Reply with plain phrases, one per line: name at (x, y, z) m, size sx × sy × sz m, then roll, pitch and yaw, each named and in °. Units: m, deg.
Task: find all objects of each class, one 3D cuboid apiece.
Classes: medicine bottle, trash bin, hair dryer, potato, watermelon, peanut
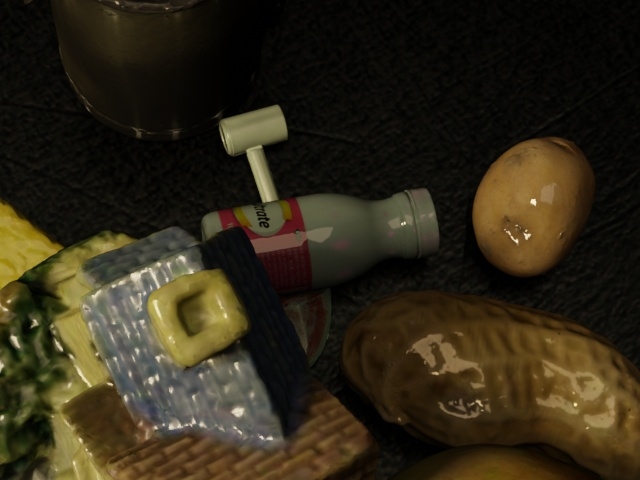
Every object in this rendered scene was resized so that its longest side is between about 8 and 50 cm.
medicine bottle at (0.000, 0.000, 1.456) m, size 0.217 × 0.090 × 0.090 m, roll -10°, pitch 74°, yaw -8°
trash bin at (-0.148, -0.238, 1.409) m, size 0.252 × 0.301 × 0.203 m, roll -24°, pitch 76°, yaw -10°
hair dryer at (-0.052, -0.068, 1.506) m, size 0.063 × 0.038 × 0.124 m, roll -17°, pitch 81°, yaw -9°
potato at (0.209, -0.034, 1.475) m, size 0.112 × 0.112 × 0.147 m, roll 22°, pitch 80°, yaw 3°
watermelon at (-0.022, 0.079, 1.446) m, size 0.085 × 0.061 × 0.085 m, roll 1°, pitch 64°, yaw -1°
peanut at (0.176, 0.136, 1.400) m, size 0.325 × 0.140 × 0.153 m, roll 20°, pitch 42°, yaw 3°

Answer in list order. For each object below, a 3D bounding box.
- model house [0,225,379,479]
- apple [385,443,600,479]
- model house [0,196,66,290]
model house at (-0.126, 0.147, 1.199) m, size 0.261 × 0.266 × 0.321 m, roll -26°, pitch 93°, yaw -29°
apple at (0.140, 0.326, 1.270) m, size 0.319 × 0.277 × 0.319 m, roll 2°, pitch 73°, yaw -5°
model house at (-0.263, 0.092, 1.366) m, size 0.234 × 0.175 × 0.193 m, roll 33°, pitch 71°, yaw 12°
